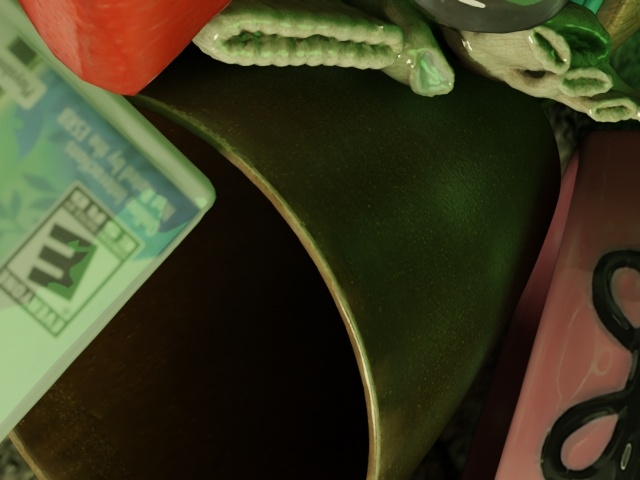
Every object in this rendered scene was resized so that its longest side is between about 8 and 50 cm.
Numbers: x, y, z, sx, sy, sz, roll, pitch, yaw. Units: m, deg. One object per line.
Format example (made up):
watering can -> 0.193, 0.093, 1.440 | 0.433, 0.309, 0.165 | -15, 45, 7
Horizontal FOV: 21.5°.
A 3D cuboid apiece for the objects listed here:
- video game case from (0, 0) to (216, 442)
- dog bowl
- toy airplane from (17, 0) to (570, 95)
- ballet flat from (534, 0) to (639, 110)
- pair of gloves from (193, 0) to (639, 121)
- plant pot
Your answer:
video game case -> -0.244, -0.016, 0.492 | 0.329, 0.036, 0.300 | 44, 79, -16
dog bowl -> 0.146, 0.127, 0.804 | 0.408, 0.150, 0.408 | 17, 90, -86
toy airplane -> -0.011, -0.272, 0.484 | 0.384, 0.272, 0.386 | -68, 173, -65
ballet flat -> 0.143, -0.192, 0.731 | 0.124, 0.116, 0.342 | -18, 141, -27
pair of gloves -> -0.003, -0.090, 0.648 | 0.240, 0.204, 0.042 | -2, 112, -42
plant pot -> 0.000, 0.000, 0.720 | 0.230, 0.215, 0.215 | -33, 132, -46
